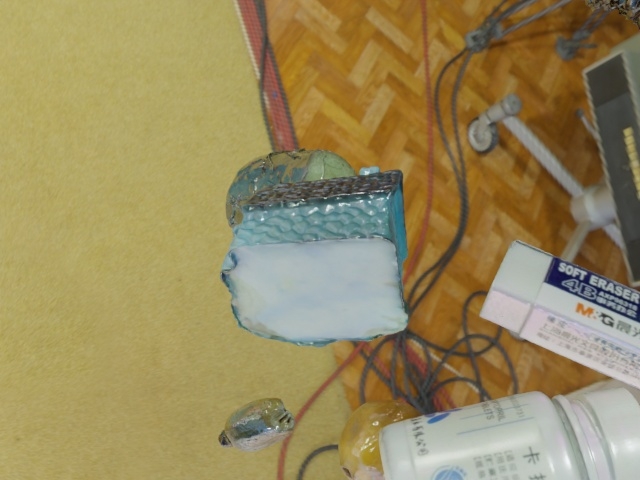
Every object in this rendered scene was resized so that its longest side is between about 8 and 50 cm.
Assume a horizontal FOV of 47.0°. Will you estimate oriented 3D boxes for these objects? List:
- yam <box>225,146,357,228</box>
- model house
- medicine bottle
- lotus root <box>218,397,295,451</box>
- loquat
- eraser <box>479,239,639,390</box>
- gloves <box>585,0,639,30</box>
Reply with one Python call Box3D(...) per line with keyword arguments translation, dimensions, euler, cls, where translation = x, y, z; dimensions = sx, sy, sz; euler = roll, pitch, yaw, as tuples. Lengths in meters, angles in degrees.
Box3D(translation=(-0.050, -0.099, 1.562), dimensions=(0.203, 0.271, 0.201), euler=(6, 94, -35), cls="yam")
Box3D(translation=(0.000, 0.000, 1.125), dimensions=(0.262, 0.225, 0.241), euler=(-4, 47, 12), cls="model house")
Box3D(translation=(0.225, 0.269, 0.854), dimensions=(0.293, 0.170, 0.170), euler=(-13, 81, 3), cls="medicine bottle")
Box3D(translation=(-0.145, 0.410, 1.614), dimensions=(0.113, 0.192, 0.088), euler=(54, 23, -22), cls="lotus root")
Box3D(translation=(0.154, 0.490, 1.740), dimensions=(0.239, 0.193, 0.238), euler=(3, 85, -34), cls="loquat")
Box3D(translation=(0.401, 0.114, 1.118), dimensions=(0.287, 0.086, 0.130), euler=(25, 49, 14), cls="eraser")
Box3D(translation=(0.252, -0.217, 0.479), dimensions=(0.135, 0.210, 0.312), euler=(-6, 63, -56), cls="gloves")
